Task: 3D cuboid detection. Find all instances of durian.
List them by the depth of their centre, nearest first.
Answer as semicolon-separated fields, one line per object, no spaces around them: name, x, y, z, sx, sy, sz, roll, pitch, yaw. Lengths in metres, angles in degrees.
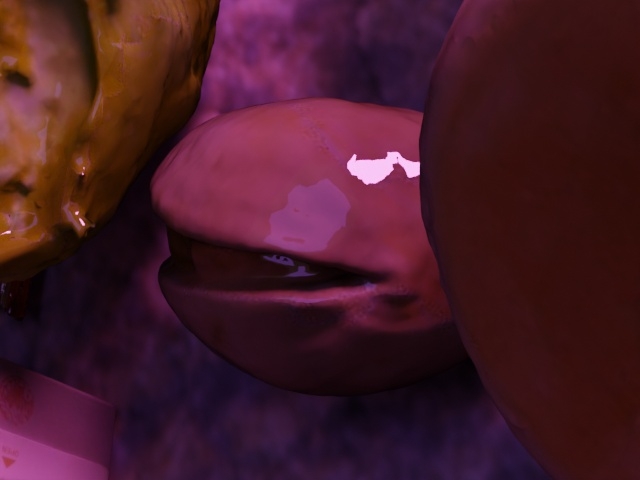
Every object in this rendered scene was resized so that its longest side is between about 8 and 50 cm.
durian;-0.147;-0.145;0.646;0.204;0.256;0.339;-3;28;16

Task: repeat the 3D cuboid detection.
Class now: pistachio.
pistachio;0.000;0.000;0.572;0.185;0.124;0.124;15;82;46

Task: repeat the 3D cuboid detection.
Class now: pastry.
pastry;0.148;0.000;0.397;0.265;0.133;0.265;20;123;34

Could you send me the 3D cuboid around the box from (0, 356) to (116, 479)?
box;-0.216;0.098;0.670;0.201;0.141;0.058;-11;63;31

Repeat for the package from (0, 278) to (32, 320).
package;-0.192;-0.014;0.763;0.121;0.031;0.108;5;76;35
